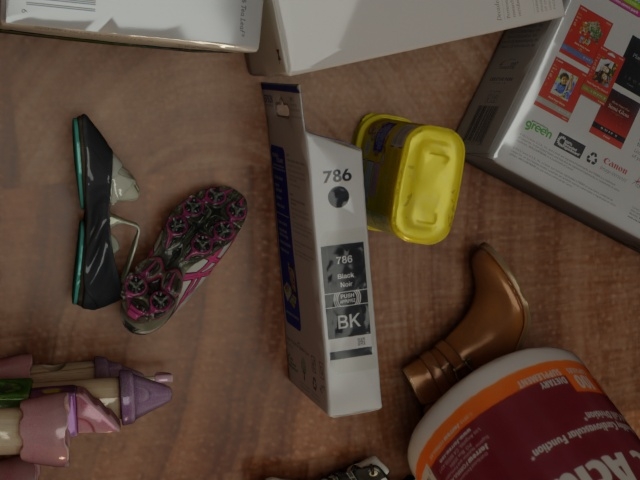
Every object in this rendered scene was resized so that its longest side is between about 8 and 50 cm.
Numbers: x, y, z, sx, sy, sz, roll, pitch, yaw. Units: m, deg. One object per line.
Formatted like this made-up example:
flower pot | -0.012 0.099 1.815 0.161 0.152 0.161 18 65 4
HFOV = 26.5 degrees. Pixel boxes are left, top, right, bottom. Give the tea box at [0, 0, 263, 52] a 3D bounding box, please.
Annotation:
tea box | -0.179 -0.340 1.218 0.220 0.323 0.329 4 96 -16

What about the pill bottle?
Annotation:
pill bottle | 0.272 0.318 1.375 0.224 0.392 0.224 -21 143 -16

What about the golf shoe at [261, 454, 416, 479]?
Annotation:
golf shoe | 0.023 0.275 1.494 0.198 0.077 0.093 20 81 -24

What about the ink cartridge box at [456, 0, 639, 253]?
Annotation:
ink cartridge box | 0.345 -0.147 1.488 0.309 0.130 0.271 26 89 -17

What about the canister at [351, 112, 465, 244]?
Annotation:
canister | 0.084 -0.064 1.407 0.073 0.170 0.126 9 95 -16

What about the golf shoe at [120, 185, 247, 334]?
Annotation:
golf shoe | -0.146 0.019 1.414 0.067 0.086 0.186 37 66 6

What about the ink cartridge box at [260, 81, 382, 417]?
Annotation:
ink cartridge box | 0.000 0.000 1.396 0.065 0.165 0.332 -8 101 -14

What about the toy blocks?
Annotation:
toy blocks | -0.265 0.141 1.282 0.260 0.288 0.308 -3 96 -9

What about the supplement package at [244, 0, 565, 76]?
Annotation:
supplement package | 0.066 -0.278 1.370 0.293 0.177 0.175 -14 101 -14

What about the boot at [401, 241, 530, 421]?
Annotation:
boot | 0.158 0.113 1.505 0.152 0.073 0.197 -20 99 -8

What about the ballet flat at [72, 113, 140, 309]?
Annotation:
ballet flat | -0.218 -0.028 1.383 0.074 0.074 0.203 -1 104 -15
